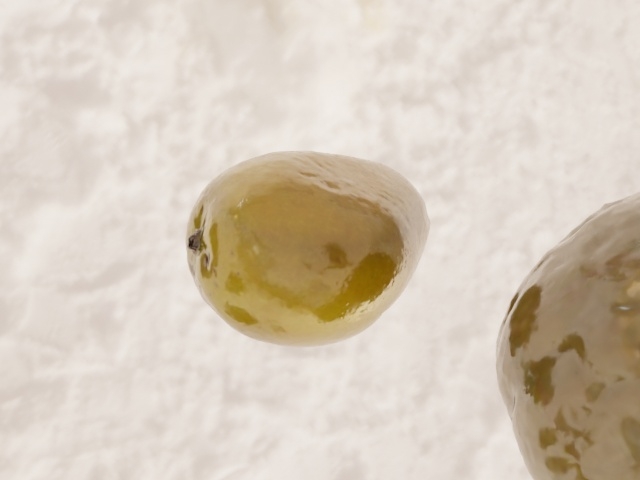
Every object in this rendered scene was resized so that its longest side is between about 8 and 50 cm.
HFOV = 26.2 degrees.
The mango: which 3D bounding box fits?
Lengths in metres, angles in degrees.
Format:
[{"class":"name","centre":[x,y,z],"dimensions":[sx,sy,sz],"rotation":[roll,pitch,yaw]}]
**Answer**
[{"class":"mango","centre":[0.000,0.000,0.838],"dimensions":[0.137,0.098,0.195],"rotation":[28,25,28]}]

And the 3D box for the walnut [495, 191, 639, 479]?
[{"class":"walnut","centre":[0.236,0.065,0.750],"dimensions":[0.227,0.283,0.283],"rotation":[42,46,-34]}]
